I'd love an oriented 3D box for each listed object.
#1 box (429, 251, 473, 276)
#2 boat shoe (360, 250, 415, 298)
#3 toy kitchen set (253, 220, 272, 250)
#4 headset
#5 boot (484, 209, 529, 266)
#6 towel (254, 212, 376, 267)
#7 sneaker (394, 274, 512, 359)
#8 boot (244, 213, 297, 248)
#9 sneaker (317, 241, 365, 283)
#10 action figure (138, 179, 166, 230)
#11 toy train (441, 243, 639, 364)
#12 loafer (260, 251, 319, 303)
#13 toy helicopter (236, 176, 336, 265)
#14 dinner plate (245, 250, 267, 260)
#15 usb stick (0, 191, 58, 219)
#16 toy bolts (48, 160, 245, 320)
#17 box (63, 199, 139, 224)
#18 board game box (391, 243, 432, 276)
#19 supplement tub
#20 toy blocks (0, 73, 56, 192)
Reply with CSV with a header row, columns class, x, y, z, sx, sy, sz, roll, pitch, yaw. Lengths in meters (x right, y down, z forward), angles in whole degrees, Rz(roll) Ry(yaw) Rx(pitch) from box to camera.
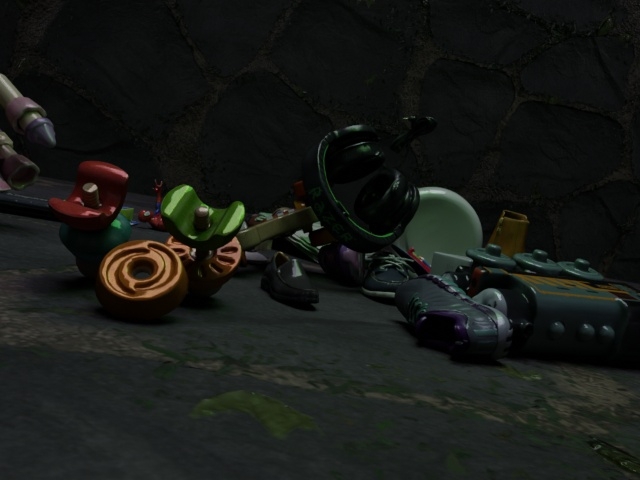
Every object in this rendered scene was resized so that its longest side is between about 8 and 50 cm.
class,x,y,z,sx,sy,sz,roll,pitch,yaw
box,0.258,0.080,1.130,0.102,0.101,0.087,9,4,-42
boat shoe,0.133,0.064,1.195,0.095,0.079,0.254,12,5,7
toy kitchen set,-0.159,-0.016,1.422,0.075,0.068,0.083,11,4,28
headset,0.117,-0.139,1.244,0.185,0.243,0.394,-31,10,36
boot,0.470,0.025,1.635,0.104,0.211,0.295,10,4,-7
towel,0.000,0.000,1.677,0.248,0.038,0.325,6,16,-40
sneaker,0.148,0.095,0.832,0.098,0.083,0.223,2,8,-28
boot,-0.074,-0.027,1.853,0.264,0.096,0.280,13,5,-23
sneaker,0.043,0.040,1.307,0.104,0.095,0.236,4,-1,4
action figure,-0.355,-0.083,1.681,0.280,0.139,0.091,4,6,-38
toy train,0.345,0.100,0.925,0.334,0.142,0.190,8,14,-22
loafer,-0.048,0.058,0.962,0.062,0.061,0.170,9,5,-29
toy helicopter,-0.111,-0.024,1.229,0.235,0.140,0.355,-14,6,25
dinner plate,-0.187,0.026,1.389,0.141,0.017,0.141,9,3,-1
usb stick,-0.689,-0.083,1.436,0.278,0.045,0.077,10,3,-7
toy bolts,-0.232,0.030,0.777,0.228,0.158,0.218,20,46,7
box,-0.576,-0.076,1.638,0.178,0.042,0.109,9,5,-6
board game box,0.212,0.054,1.236,0.169,0.033,0.133,45,-3,-26
supplement tub,0.241,-0.014,1.488,0.228,0.228,0.316,10,5,-2
toy blocks,-0.649,-0.112,1.120,0.260,0.309,0.288,45,28,15
